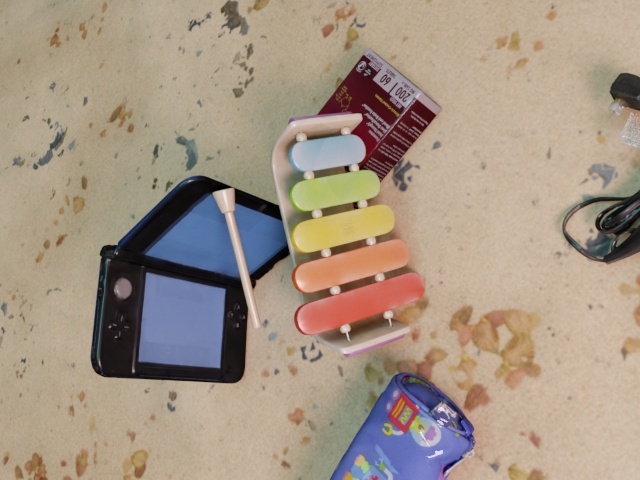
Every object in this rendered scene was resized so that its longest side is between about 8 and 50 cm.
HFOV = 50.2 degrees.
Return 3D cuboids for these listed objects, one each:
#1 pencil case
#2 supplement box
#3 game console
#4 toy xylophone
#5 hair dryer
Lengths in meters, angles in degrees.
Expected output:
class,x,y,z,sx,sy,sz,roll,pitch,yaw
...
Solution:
class,x,y,z,sx,sy,sz,roll,pitch,yaw
pencil case,0.080,0.318,0.857,0.133,0.119,0.306,33,98,28
supplement box,0.051,-0.150,1.027,0.239,0.073,0.130,-51,56,15
game console,-0.148,0.073,0.971,0.173,0.293,0.250,-8,74,34
toy xylophone,0.000,0.000,0.899,0.081,0.236,0.323,-13,99,59
hair dryer,0.434,-0.055,0.749,0.293,0.080,0.224,24,108,43
